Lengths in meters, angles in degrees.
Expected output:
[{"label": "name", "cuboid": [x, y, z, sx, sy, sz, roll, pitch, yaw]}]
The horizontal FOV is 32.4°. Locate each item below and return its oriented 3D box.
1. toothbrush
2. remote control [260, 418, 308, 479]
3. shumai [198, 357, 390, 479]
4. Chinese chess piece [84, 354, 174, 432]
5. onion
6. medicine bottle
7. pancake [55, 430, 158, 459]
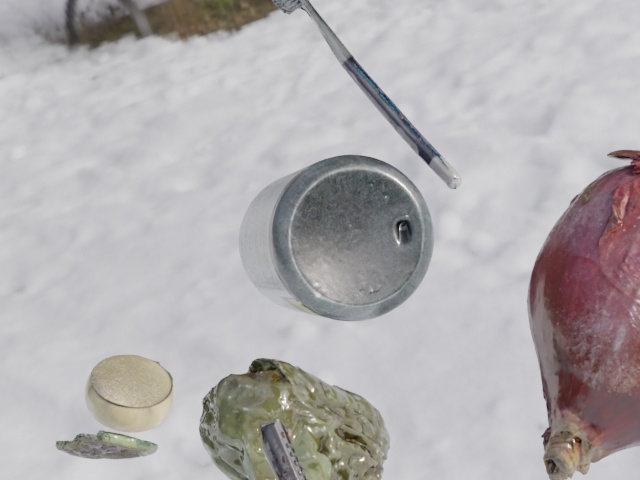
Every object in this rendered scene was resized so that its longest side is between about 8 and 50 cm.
[{"label": "toothbrush", "cuboid": [0.038, -0.154, 1.046, 0.026, 0.288, 0.024, -36, -19, -9]}, {"label": "remote control", "cuboid": [-0.008, 0.261, 0.981, 0.028, 0.212, 0.059, -23, -14, 4]}, {"label": "shumai", "cuboid": [-0.031, 0.274, 1.309, 0.189, 0.256, 0.218, -35, 46, 31]}, {"label": "Chinese chess piece", "cuboid": [-0.262, 0.210, 1.514, 0.122, 0.051, 0.122, 11, 31, -7]}, {"label": "onion", "cuboid": [0.183, 0.054, 0.623, 0.159, 0.159, 0.195, 7, 56, 51]}, {"label": "medicine bottle", "cuboid": [0.000, 0.000, 1.042, 0.141, 0.141, 0.293, -23, 4, -11]}, {"label": "pancake", "cuboid": [-0.266, 0.263, 1.405, 0.116, 0.022, 0.130, 18, -26, -33]}]
